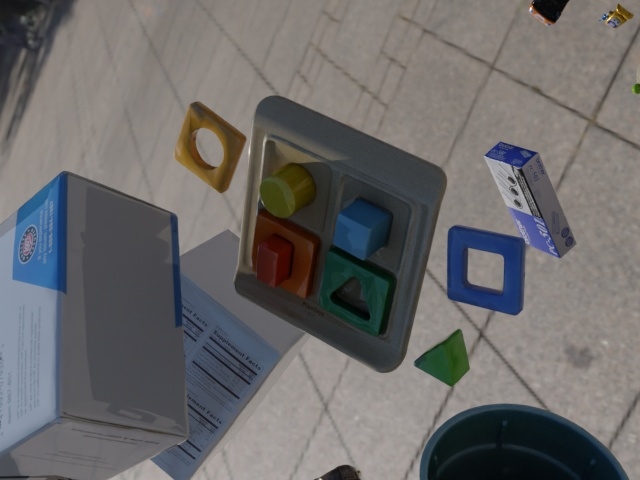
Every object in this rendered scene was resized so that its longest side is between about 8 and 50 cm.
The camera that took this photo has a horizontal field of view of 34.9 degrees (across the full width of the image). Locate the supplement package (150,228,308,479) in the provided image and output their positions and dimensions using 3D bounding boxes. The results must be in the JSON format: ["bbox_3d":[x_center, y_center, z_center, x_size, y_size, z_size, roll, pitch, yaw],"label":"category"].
[{"bbox_3d":[-0.161,0.161,1.450,0.262,0.198,0.199,-54,-7,23],"label":"supplement package"}]

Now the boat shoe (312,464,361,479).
[{"bbox_3d":[0.009,0.408,1.551,0.324,0.117,0.096,120,136,-68],"label":"boat shoe"}]

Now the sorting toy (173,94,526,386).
[{"bbox_3d":[0.000,0.000,0.844,0.047,0.348,0.196,-32,-39,-49],"label":"sorting toy"}]

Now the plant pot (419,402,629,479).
[{"bbox_3d":[0.308,0.508,1.686,0.341,0.341,0.334,-100,12,-49],"label":"plant pot"}]

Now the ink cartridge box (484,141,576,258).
[{"bbox_3d":[0.362,-0.070,1.752,0.046,0.207,0.097,-41,34,-15],"label":"ink cartridge box"}]

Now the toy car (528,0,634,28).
[{"bbox_3d":[0.281,-0.244,1.125,0.040,0.122,0.060,138,150,-62],"label":"toy car"}]

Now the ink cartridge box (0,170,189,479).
[{"bbox_3d":[-0.265,0.116,0.918,0.307,0.129,0.223,-32,53,35],"label":"ink cartridge box"}]

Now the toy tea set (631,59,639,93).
[{"bbox_3d":[0.667,-0.210,1.868,0.336,0.124,0.200,65,-173,8],"label":"toy tea set"}]
